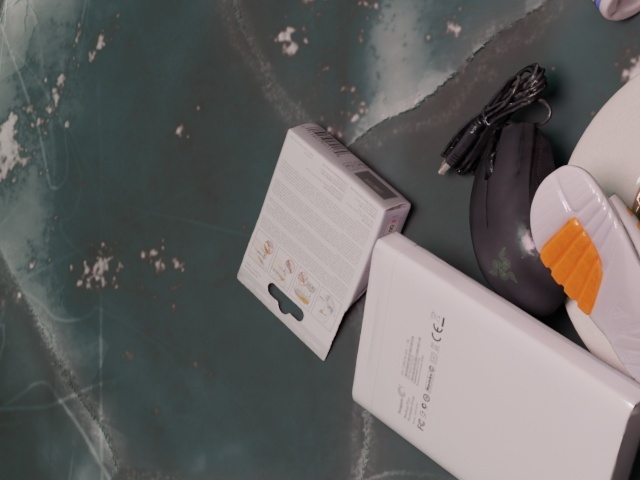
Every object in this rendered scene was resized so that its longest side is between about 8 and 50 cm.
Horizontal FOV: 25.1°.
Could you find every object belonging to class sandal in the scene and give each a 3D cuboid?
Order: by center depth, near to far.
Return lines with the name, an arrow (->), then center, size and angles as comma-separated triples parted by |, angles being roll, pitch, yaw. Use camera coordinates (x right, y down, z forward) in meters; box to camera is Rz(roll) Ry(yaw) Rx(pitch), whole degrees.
sandal -> 0.307, 0.042, 1.441 | 0.102, 0.076, 0.265 | -34, 85, 44

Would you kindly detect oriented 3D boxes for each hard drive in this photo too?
hard drive -> 0.183, 0.170, 1.559 | 0.353, 0.047, 0.233 | 34, 131, 35

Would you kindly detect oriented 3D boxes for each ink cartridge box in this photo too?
ink cartridge box -> 0.000, 0.000, 1.786 | 0.189, 0.066, 0.232 | 42, 130, 33

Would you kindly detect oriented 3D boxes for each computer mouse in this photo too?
computer mouse -> 0.197, -0.043, 1.556 | 0.188, 0.072, 0.272 | -48, 45, 47

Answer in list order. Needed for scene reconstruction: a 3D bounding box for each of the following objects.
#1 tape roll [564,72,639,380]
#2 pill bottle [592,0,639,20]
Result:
tape roll -> 0.421, -0.011, 1.444 | 0.392, 0.072, 0.392 | -6, 80, 36
pill bottle -> 0.306, -0.314, 1.565 | 0.078, 0.078, 0.137 | -42, 62, 25
